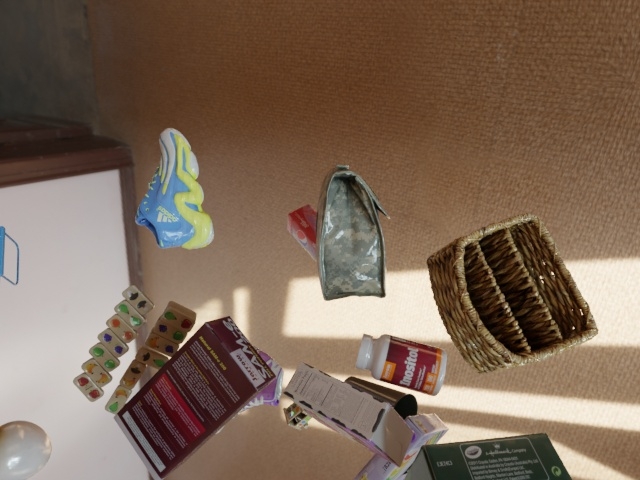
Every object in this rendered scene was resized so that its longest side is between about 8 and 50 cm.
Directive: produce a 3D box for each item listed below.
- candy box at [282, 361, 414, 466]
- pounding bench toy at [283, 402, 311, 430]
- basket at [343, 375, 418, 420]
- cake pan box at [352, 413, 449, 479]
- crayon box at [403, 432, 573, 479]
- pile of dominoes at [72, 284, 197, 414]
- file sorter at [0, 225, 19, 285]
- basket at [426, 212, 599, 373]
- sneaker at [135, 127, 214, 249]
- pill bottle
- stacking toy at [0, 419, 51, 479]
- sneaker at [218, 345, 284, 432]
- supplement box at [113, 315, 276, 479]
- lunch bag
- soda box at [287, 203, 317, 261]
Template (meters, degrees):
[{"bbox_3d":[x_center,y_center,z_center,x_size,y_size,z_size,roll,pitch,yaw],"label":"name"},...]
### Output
[{"bbox_3d":[0.052,0.318,0.800,0.196,0.070,0.165,13,150,39],"label":"candy box"},{"bbox_3d":[-0.044,0.461,1.154,0.065,0.083,0.052,-43,35,9],"label":"pounding bench toy"},{"bbox_3d":[0.181,0.555,1.464,0.227,0.204,0.154,9,82,38],"label":"basket"},{"bbox_3d":[0.227,0.594,1.206,0.245,0.267,0.070,-49,56,6],"label":"cake pan box"},{"bbox_3d":[0.232,0.438,0.713,0.083,0.203,0.322,-103,17,-50],"label":"crayon box"},{"bbox_3d":[-0.326,0.228,0.802,0.196,0.040,0.251,31,94,-15],"label":"pile of dominoes"},{"bbox_3d":[-0.789,0.051,0.975,0.104,0.170,0.118,117,143,-64],"label":"file sorter"},{"bbox_3d":[0.397,0.116,0.947,0.223,0.214,0.299,-37,68,50],"label":"basket"},{"bbox_3d":[-0.285,-0.093,0.799,0.091,0.126,0.240,-36,73,58],"label":"sneaker"},{"bbox_3d":[0.144,0.221,0.789,0.152,0.086,0.086,13,116,8],"label":"pill bottle"},{"bbox_3d":[-0.724,0.348,0.763,0.351,0.350,0.480,-18,138,39],"label":"stacking toy"},{"bbox_3d":[-0.215,0.474,1.276,0.161,0.102,0.282,31,86,15],"label":"sneaker"},{"bbox_3d":[-0.200,0.247,0.685,0.239,0.073,0.130,-44,77,14],"label":"supplement box"},{"bbox_3d":[0.069,-0.036,1.010,0.169,0.235,0.287,-4,102,1],"label":"lunch bag"},{"bbox_3d":[0.000,0.000,1.403,0.263,0.092,0.083,47,150,30],"label":"soda box"}]
